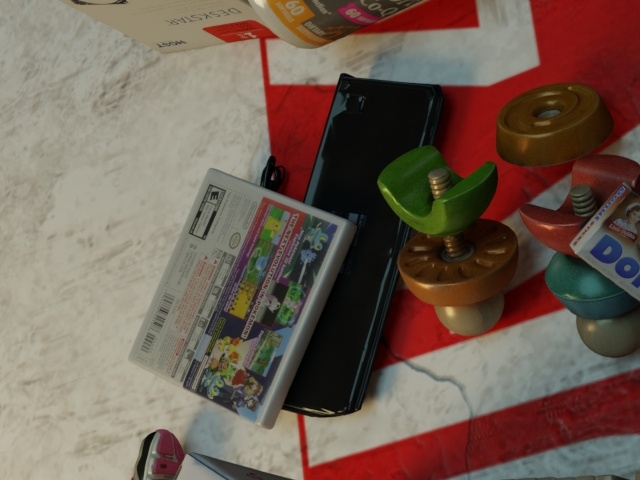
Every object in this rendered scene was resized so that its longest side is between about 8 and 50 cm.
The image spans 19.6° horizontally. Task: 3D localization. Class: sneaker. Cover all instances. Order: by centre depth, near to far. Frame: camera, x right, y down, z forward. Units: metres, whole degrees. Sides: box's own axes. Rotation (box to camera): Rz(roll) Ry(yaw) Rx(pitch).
[{"bbox_3d":[-0.173,0.259,1.728,0.074,0.063,0.170,3,82,31],"label":"sneaker"}]

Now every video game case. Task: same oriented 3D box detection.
[{"bbox_3d":[-0.074,0.050,1.711,0.183,0.023,0.201,22,88,39],"label":"video game case"}]

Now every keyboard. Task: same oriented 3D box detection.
[{"bbox_3d":[0.000,0.000,1.706,0.201,0.033,0.317,11,81,38],"label":"keyboard"}]

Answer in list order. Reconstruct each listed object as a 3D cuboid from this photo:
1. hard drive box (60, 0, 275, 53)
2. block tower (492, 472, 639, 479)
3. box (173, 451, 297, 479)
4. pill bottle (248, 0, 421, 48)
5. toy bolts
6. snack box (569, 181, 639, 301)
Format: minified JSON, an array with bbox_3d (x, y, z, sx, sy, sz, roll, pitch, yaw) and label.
[{"bbox_3d":[-0.154,-0.268,1.782,0.181,0.232,0.089,-5,73,37],"label":"hard drive box"},{"bbox_3d":[0.257,0.225,1.397,0.335,0.091,0.097,-10,70,35],"label":"block tower"},{"bbox_3d":[-0.052,0.324,1.478,0.126,0.231,0.262,26,91,40],"label":"box"},{"bbox_3d":[0.067,-0.294,1.669,0.278,0.162,0.162,-23,62,30],"label":"pill bottle"},{"bbox_3d":[0.196,-0.004,1.525,0.218,0.158,0.228,-34,33,-25],"label":"toy bolts"},{"bbox_3d":[0.274,0.030,1.402,0.064,0.178,0.022,-50,22,13],"label":"snack box"}]
